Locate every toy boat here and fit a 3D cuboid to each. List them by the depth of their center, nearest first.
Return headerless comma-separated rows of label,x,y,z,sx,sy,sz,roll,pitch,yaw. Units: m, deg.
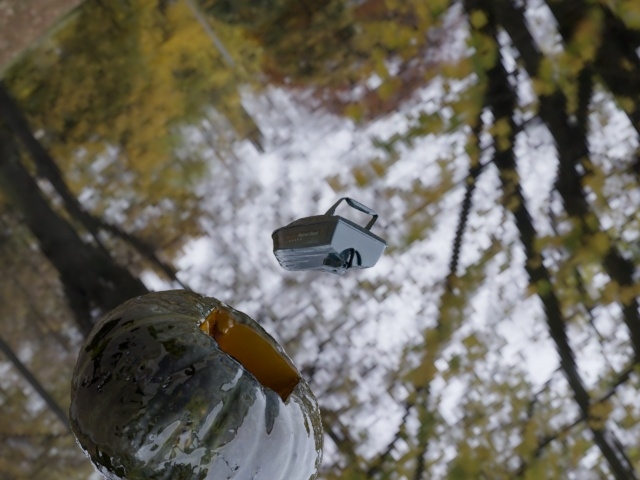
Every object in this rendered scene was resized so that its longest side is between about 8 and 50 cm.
toy boat,0.000,0.000,2.048,0.246,0.093,0.103,-7,-121,59

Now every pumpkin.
pumpkin,-0.136,0.191,1.641,0.192,0.320,0.320,-46,-165,14
